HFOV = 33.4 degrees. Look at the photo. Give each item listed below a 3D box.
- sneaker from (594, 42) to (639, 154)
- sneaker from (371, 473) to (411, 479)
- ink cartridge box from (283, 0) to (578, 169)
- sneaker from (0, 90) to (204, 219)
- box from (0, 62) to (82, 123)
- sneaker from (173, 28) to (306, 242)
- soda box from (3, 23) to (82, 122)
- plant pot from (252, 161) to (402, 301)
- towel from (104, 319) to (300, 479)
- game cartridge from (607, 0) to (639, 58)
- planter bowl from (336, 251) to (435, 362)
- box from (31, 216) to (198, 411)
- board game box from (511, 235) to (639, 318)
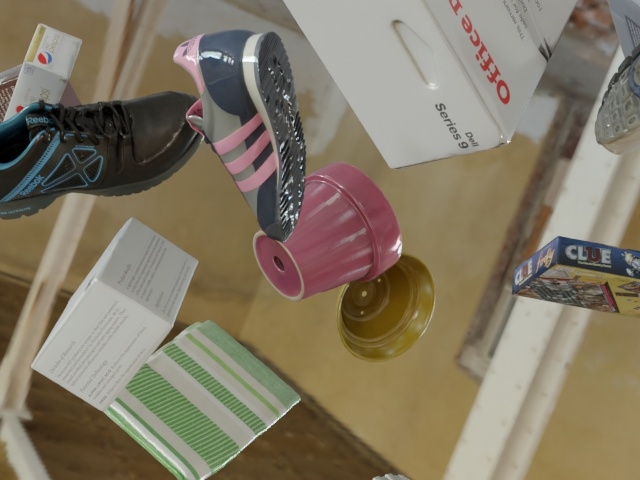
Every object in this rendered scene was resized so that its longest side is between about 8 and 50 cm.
[{"bbox_3d":[0.375,-0.143,0.928,0.129,0.111,0.297,35,137,-27],"label":"sneaker"},{"bbox_3d":[0.049,0.320,1.080,0.090,0.094,0.235,31,-153,21],"label":"sneaker"},{"bbox_3d":[0.106,-0.233,0.894,0.122,0.289,0.211,-11,125,41],"label":"ink cartridge box"},{"bbox_3d":[-0.318,-0.127,1.422,0.139,0.341,0.125,70,180,-60],"label":"sneaker"},{"bbox_3d":[-0.621,-0.260,2.187,0.203,0.167,0.168,-20,-159,14],"label":"box"},{"bbox_3d":[-0.097,-0.132,1.356,0.131,0.319,0.112,7,-136,17],"label":"sneaker"},{"bbox_3d":[-0.425,-0.238,1.620,0.069,0.074,0.216,21,153,-18],"label":"soda box"},{"bbox_3d":[0.000,0.000,1.711,0.180,0.201,0.201,-33,-143,-28],"label":"plant pot"},{"bbox_3d":[-0.213,0.280,1.890,0.248,0.038,0.325,39,-145,12],"label":"towel"},{"bbox_3d":[0.443,-0.198,1.294,0.196,0.060,0.294,60,-173,36],"label":"game cartridge"},{"bbox_3d":[0.102,0.112,1.999,0.217,0.217,0.090,19,-175,-33],"label":"planter bowl"},{"bbox_3d":[-0.276,0.097,1.448,0.119,0.182,0.181,35,-155,-12],"label":"box"},{"bbox_3d":[0.410,0.057,1.480,0.243,0.042,0.165,11,160,-9],"label":"board game box"}]
